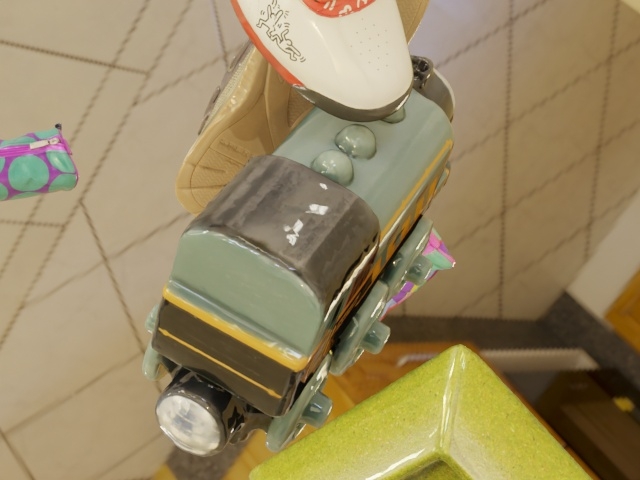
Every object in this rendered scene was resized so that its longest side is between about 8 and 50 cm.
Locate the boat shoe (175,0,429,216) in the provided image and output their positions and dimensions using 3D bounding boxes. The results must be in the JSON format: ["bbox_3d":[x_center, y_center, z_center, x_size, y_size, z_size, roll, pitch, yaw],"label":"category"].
[{"bbox_3d":[-0.022,-0.137,0.949,0.102,0.092,0.285,27,118,-25],"label":"boat shoe"}]

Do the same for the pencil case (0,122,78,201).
[{"bbox_3d":[-0.307,-0.068,1.102,0.151,0.064,0.070,-11,150,-25],"label":"pencil case"}]

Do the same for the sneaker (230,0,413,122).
[{"bbox_3d":[-0.012,-0.207,0.701,0.090,0.270,0.145,-26,175,-21],"label":"sneaker"}]

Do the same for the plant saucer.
[{"bbox_3d":[0.071,0.177,0.683,0.188,0.188,0.045,-37,-168,35],"label":"plant saucer"}]

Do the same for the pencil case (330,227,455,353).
[{"bbox_3d":[0.035,0.063,1.295,0.236,0.104,0.104,-42,148,2],"label":"pencil case"}]

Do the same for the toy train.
[{"bbox_3d":[0.000,0.000,0.812,0.334,0.142,0.190,-50,166,-47],"label":"toy train"}]
